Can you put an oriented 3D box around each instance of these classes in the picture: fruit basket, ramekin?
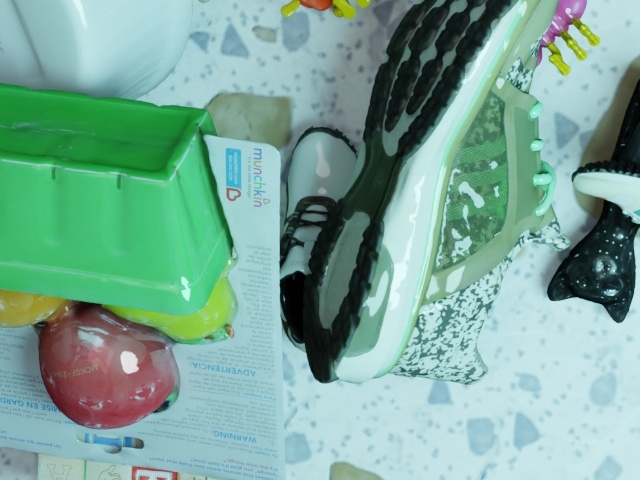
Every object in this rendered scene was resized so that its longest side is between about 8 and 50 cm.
[{"bbox_3d":[-0.183,0.044,1.576,0.327,0.165,0.353,7,133,12],"label":"fruit basket"},{"bbox_3d":[-0.258,-0.207,1.619,0.277,0.135,0.277,17,129,23],"label":"ramekin"}]

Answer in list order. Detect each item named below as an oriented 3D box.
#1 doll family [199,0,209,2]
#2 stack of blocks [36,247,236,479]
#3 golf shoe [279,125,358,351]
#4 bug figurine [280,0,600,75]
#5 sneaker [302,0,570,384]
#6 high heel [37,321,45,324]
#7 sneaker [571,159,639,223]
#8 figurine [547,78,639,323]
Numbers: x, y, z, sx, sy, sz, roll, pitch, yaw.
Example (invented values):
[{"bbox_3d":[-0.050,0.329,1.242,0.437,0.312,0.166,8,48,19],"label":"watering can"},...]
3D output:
[{"bbox_3d":[-0.121,-0.336,1.641,0.163,0.118,0.263,11,97,49],"label":"doll family"},{"bbox_3d":[-0.149,0.084,1.706,0.171,0.087,0.297,5,95,11],"label":"stack of blocks"},{"bbox_3d":[0.000,0.000,1.670,0.077,0.094,0.198,0,92,12],"label":"golf shoe"},{"bbox_3d":[0.107,-0.189,1.644,0.216,0.072,0.279,-38,91,17],"label":"bug figurine"},{"bbox_3d":[0.130,-0.057,1.585,0.182,0.158,0.410,17,104,-25],"label":"sneaker"},{"bbox_3d":[-0.348,-0.027,1.748,0.261,0.093,0.186,5,83,13],"label":"high heel"},{"bbox_3d":[0.276,-0.015,1.553,0.161,0.057,0.075,12,102,8],"label":"sneaker"},{"bbox_3d":[0.321,-0.001,1.619,0.215,0.092,0.209,26,106,7],"label":"figurine"}]
